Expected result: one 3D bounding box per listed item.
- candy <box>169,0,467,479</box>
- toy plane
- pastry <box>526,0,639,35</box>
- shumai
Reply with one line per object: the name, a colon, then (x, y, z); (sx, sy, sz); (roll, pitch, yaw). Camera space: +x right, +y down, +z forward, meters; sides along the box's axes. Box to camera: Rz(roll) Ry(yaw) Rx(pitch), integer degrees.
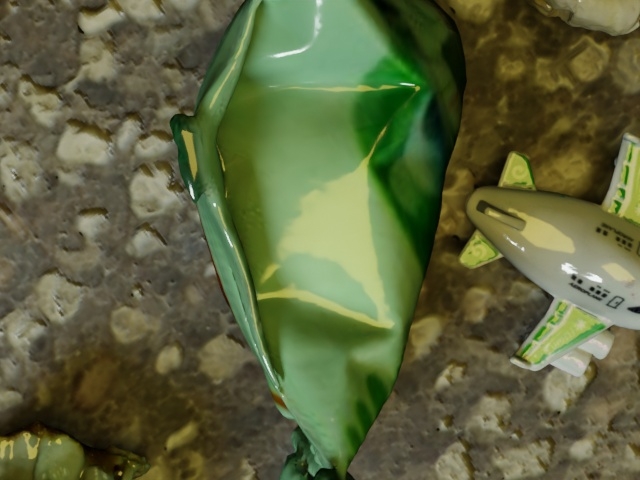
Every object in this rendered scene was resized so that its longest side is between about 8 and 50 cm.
candy: (0.007, 0.000, 1.194); (0.172, 0.263, 0.398); (-2, 98, 1)
toy plane: (0.175, 0.009, 1.304); (0.174, 0.080, 0.174); (-1, 99, -8)
pastry: (0.183, -0.217, 1.269); (0.166, 0.088, 0.166); (0, 95, -6)
shumai: (-0.170, 0.204, 1.292); (0.184, 0.184, 0.142); (28, 65, -9)
